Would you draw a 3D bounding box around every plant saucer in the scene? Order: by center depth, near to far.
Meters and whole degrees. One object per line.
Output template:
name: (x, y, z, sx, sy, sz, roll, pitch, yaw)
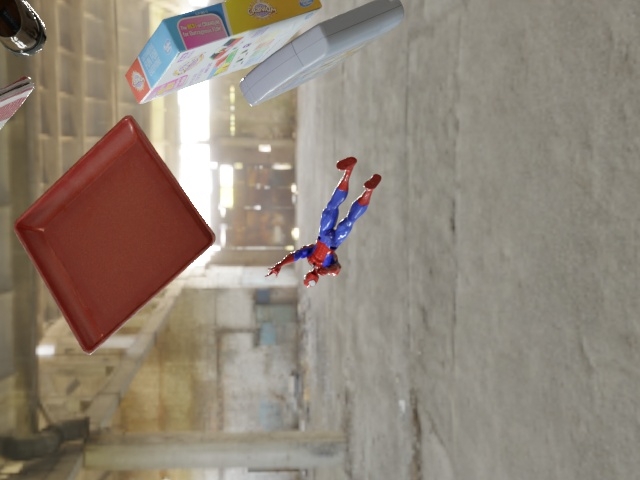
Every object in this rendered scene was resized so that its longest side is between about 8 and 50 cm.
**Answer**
plant saucer: (-0.298, -0.008, 1.205, 0.259, 0.258, 0.048, 53, -170, 23)

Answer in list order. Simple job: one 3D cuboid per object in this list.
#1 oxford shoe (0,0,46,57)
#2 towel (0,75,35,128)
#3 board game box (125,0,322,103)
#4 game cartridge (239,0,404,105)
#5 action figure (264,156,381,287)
oxford shoe: (-0.450, -0.343, 1.060, 0.083, 0.227, 0.096, -46, 4, -2)
towel: (-0.696, -0.183, 1.544, 0.037, 0.329, 0.237, 52, -143, -7)
board game box: (-0.184, -0.373, 1.538, 0.242, 0.316, 0.064, -25, 92, 58)
game cartridge: (-0.014, -0.311, 1.383, 0.062, 0.198, 0.297, 59, 150, -8)
action figure: (0.000, 0.000, 1.419, 0.139, 0.091, 0.280, -37, -23, -42)
